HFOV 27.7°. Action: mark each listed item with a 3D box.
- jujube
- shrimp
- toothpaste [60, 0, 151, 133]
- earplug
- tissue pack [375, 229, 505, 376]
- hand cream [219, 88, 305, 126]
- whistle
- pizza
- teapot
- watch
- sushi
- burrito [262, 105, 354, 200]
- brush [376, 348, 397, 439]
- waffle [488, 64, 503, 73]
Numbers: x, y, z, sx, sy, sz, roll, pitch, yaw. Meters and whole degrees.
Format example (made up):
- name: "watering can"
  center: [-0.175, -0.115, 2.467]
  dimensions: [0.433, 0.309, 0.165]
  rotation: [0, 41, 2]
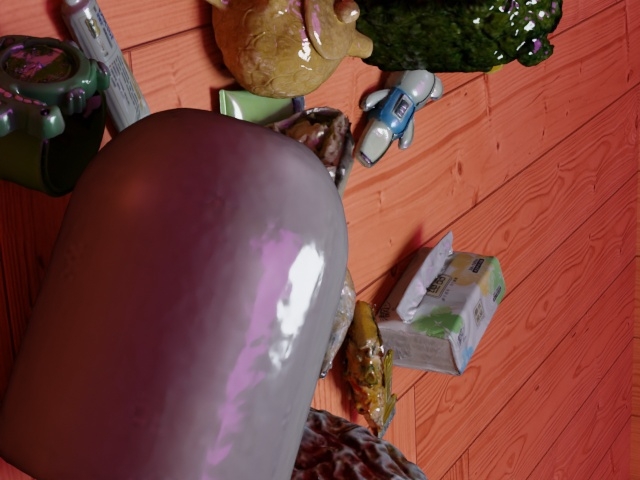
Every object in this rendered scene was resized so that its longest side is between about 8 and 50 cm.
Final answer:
- name: "jujube"
  center: [0.015, 0.355, 1.772]
  dimensions: [0.226, 0.317, 0.226]
  rotation: [-38, 139, -42]
- name: "shrimp"
  center: [0.001, 0.121, 1.964]
  dimensions: [0.126, 0.047, 0.223]
  rotation: [55, 42, -41]
- name: "toothpaste"
  center: [-0.239, -0.197, 1.446]
  dimensions: [0.255, 0.037, 0.067]
  rotation: [68, 33, -48]
- name: "earplug"
  center: [-0.140, 0.063, 1.345]
  dimensions: [0.312, 0.312, 0.394]
  rotation: [11, 96, -62]
- name: "tissue pack"
  center: [0.199, 0.098, 2.211]
  dimensions: [0.229, 0.159, 0.145]
  rotation: [-53, 140, -43]
- name: "hand cream"
  center: [-0.081, -0.170, 1.745]
  dimensions: [0.175, 0.046, 0.095]
  rotation: [-25, 119, -51]
- name: "whistle"
  center: [0.116, -0.207, 2.081]
  dimensions: [0.114, 0.077, 0.236]
  rotation: [45, 58, -21]
- name: "pizza"
  center: [0.066, 0.197, 2.079]
  dimensions: [0.226, 0.069, 0.147]
  rotation: [87, -7, -51]
- name: "teapot"
  center: [-0.031, -0.288, 1.657]
  dimensions: [0.311, 0.167, 0.203]
  rotation: [19, 72, -57]
- name: "watch"
  center: [-0.291, -0.114, 1.305]
  dimensions: [0.152, 0.131, 0.165]
  rotation: [96, 17, -44]
- name: "sushi"
  center: [0.174, -0.393, 1.848]
  dimensions: [0.178, 0.352, 0.294]
  rotation: [49, 53, -51]
- name: "burrito"
  center: [-0.040, 0.000, 1.761]
  dimensions: [0.190, 0.135, 0.332]
  rotation: [-91, -172, -60]
- name: "brush"
  center: [0.114, 0.257, 2.195]
  dimensions: [0.218, 0.010, 0.082]
  rotation: [90, 24, -45]
- name: "waffle"
  center: [0.260, -0.454, 2.212]
  dimensions: [0.261, 0.151, 0.324]
  rotation: [8, 93, -67]
